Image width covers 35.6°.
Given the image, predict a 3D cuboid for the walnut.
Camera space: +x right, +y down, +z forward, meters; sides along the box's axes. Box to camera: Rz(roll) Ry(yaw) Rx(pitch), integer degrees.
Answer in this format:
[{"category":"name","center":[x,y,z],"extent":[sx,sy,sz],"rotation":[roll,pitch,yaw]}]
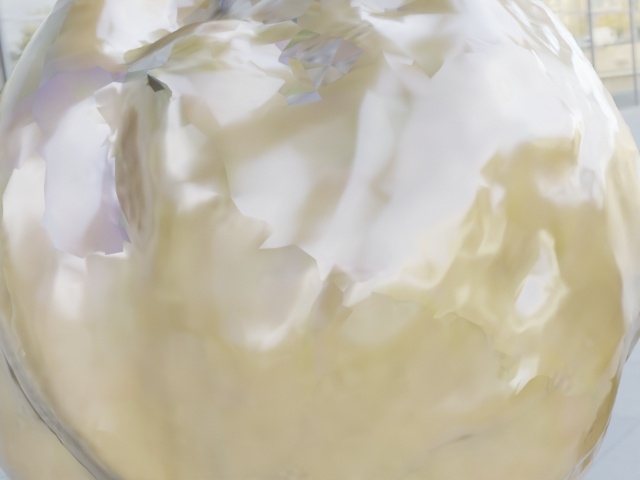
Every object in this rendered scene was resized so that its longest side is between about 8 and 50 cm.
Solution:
[{"category":"walnut","center":[-0.008,0.012,0.539],"extent":[0.384,0.383,0.383],"rotation":[-6,8,1]}]
